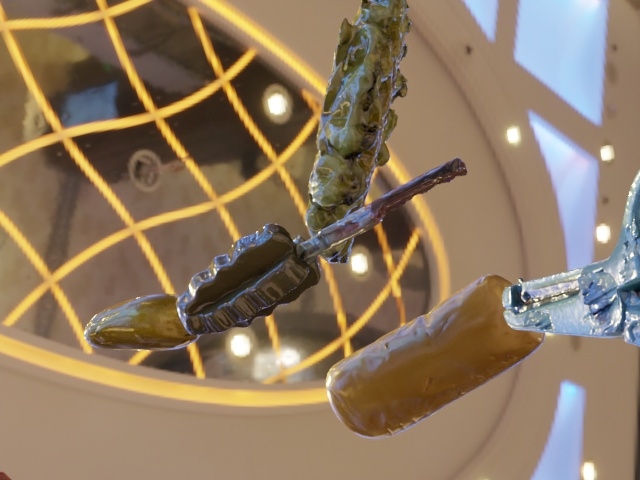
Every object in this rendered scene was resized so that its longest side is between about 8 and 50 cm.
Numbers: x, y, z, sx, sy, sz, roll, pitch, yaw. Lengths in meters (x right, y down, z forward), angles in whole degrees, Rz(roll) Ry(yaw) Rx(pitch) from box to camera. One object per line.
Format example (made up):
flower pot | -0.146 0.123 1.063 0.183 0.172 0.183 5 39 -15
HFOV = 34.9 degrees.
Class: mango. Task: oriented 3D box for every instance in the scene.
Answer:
mango | -0.235 0.112 1.352 0.103 0.160 0.076 2 -100 -78

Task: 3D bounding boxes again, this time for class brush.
brush | 0.000 0.000 0.932 0.084 0.301 0.071 5 -124 -65

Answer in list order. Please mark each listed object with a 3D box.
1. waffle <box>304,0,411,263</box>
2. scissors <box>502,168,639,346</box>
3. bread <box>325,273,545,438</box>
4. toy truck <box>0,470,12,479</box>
waffle | 0.044 -0.127 1.184 0.297 0.073 0.317 73 -148 -77
scissors | 0.212 0.035 0.726 0.032 0.393 0.180 -9 -94 -14
bread | 0.152 0.164 1.356 0.142 0.305 0.091 42 -155 -31
toy truck | -0.542 0.435 1.468 0.107 0.252 0.114 57 -164 -26
